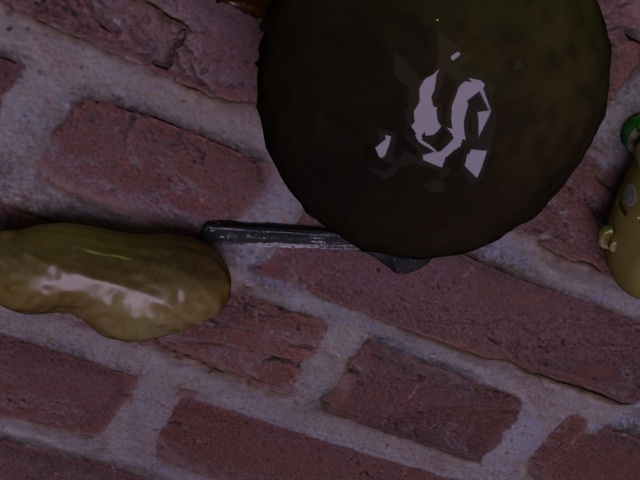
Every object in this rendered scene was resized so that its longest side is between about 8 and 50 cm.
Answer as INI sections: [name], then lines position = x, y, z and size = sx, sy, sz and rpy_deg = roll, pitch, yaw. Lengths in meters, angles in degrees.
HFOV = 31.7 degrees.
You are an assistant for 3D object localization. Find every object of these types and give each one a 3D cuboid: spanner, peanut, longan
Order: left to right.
[peanut]
position = -0.273, 0.057, 1.449
size = 0.319, 0.147, 0.147
rpy_deg = 6, 125, -15
[spanner]
position = 0.000, 0.000, 1.515
size = 0.325, 0.026, 0.093
rpy_deg = 3, 126, -8
[longan]
position = 0.110, -0.176, 1.188
size = 0.391, 0.391, 0.391
rpy_deg = -4, 126, -5

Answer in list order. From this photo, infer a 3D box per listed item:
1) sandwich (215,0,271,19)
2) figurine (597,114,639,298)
[sandwich]
position = -0.087, -0.359, 1.216
size = 0.245, 0.063, 0.212
rpy_deg = 20, 120, -22
[figurine]
position = 0.492, -0.051, 1.489
size = 0.222, 0.124, 0.324
rpy_deg = 3, 129, -14
